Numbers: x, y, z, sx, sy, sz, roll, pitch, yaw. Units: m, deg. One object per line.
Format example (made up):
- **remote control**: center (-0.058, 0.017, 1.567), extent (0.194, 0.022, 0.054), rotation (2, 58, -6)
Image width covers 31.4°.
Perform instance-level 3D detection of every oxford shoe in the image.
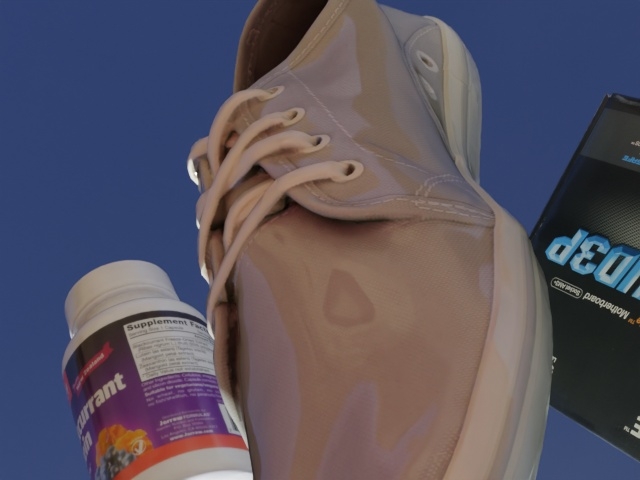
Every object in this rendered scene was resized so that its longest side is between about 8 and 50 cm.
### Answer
- **oxford shoe**: center (0.000, 0.000, 0.505), extent (0.130, 0.449, 0.169), rotation (31, -61, -18)

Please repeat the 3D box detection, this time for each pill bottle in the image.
- **pill bottle**: center (-0.112, 0.107, 0.762), extent (0.108, 0.108, 0.193), rotation (-31, -130, 4)

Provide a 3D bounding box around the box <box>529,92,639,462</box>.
- **box**: center (0.190, 0.027, 0.576), extent (0.175, 0.051, 0.220), rotation (-62, -149, 2)
